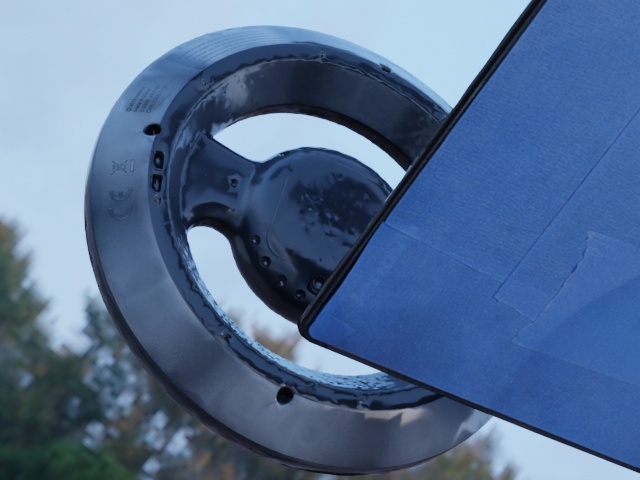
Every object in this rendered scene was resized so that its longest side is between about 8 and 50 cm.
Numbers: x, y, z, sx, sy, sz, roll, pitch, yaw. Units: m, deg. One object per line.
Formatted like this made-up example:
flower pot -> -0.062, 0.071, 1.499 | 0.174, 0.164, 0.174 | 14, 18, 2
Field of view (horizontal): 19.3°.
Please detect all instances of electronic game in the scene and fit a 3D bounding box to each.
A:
electronic game -> 0.000, 0.000, 0.880 | 0.229, 0.229, 0.048 | 40, -37, -4

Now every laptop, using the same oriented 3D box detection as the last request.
laptop -> 0.275, 0.038, 0.697 | 0.408, 0.236, 0.382 | 50, -59, 25
